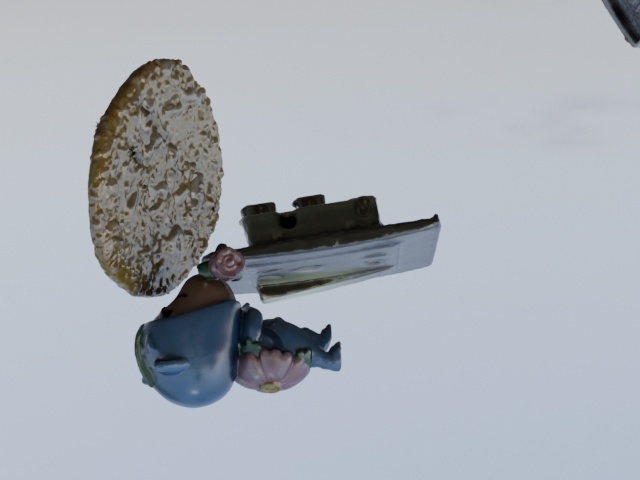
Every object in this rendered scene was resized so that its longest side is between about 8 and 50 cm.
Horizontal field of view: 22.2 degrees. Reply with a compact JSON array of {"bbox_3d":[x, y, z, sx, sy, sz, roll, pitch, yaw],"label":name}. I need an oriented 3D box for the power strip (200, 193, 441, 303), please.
[{"bbox_3d":[0.000,-0.001,1.791,0.257,0.092,0.251,-10,164,-1],"label":"power strip"}]

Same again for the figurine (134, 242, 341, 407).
[{"bbox_3d":[-0.074,0.075,1.430,0.178,0.144,0.114,2,180,-10],"label":"figurine"}]

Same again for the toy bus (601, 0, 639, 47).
[{"bbox_3d":[0.409,-0.317,1.548,0.138,0.097,0.342,-1,145,-41],"label":"toy bus"}]

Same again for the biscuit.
[{"bbox_3d":[-0.144,-0.055,1.441,0.033,0.219,0.220,6,-162,25],"label":"biscuit"}]
